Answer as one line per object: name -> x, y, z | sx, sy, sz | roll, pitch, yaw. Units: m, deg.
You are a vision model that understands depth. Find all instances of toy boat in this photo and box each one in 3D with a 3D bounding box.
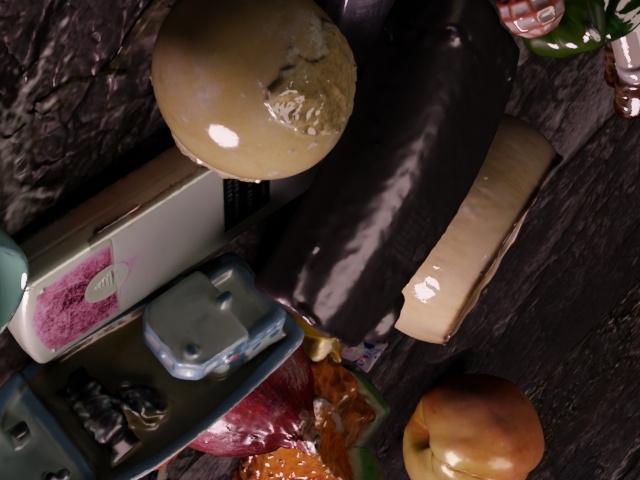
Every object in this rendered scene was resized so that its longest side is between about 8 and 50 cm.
toy boat -> -0.172, 0.131, 1.781 | 0.332, 0.145, 0.133 | -34, 165, -21

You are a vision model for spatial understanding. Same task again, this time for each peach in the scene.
peach -> 0.199, 0.258, 2.592 | 0.184, 0.184, 0.184 | -38, 154, -23

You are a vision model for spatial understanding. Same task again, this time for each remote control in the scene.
remote control -> -0.127, -0.024, 1.732 | 0.344, 0.050, 0.145 | -33, 155, -21

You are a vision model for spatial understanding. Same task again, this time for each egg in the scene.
egg -> -0.050, -0.128, 1.603 | 0.164, 0.164, 0.201 | -48, 152, -3

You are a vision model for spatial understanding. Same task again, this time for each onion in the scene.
onion -> -0.069, 0.148, 1.940 | 0.159, 0.195, 0.159 | -40, 146, -34

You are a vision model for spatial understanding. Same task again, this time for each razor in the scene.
razor -> 0.067, -0.065, 1.779 | 0.327, 0.107, 0.189 | -62, 154, -3

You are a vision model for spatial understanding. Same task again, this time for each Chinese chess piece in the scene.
Chinese chess piece -> 0.152, -0.014, 2.105 | 0.257, 0.104, 0.257 | -57, 173, -11

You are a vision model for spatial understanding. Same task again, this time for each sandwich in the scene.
sandwich -> -0.003, 0.240, 2.231 | 0.250, 0.162, 0.301 | -48, 159, -14

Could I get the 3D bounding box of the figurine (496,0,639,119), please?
figurine -> 0.199, -0.261, 1.711 | 0.167, 0.281, 0.370 | -27, 126, 19

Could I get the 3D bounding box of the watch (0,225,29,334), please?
watch -> -0.330, 0.062, 1.534 | 0.237, 0.068, 0.195 | -37, 156, -34

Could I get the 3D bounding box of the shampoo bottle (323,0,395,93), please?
shampoo bottle -> 0.036, -0.205, 1.775 | 0.087, 0.049, 0.233 | -36, 153, -35

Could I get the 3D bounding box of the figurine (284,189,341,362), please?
figurine -> 0.007, 0.009, 1.947 | 0.234, 0.127, 0.185 | -56, 155, 18

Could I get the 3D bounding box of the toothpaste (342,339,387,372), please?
toothpaste -> 0.039, 0.124, 2.294 | 0.045, 0.028, 0.170 | -58, 158, 2

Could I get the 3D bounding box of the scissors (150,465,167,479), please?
scissors -> -0.174, 0.259, 2.143 | 0.058, 0.014, 0.119 | -35, 156, -31
